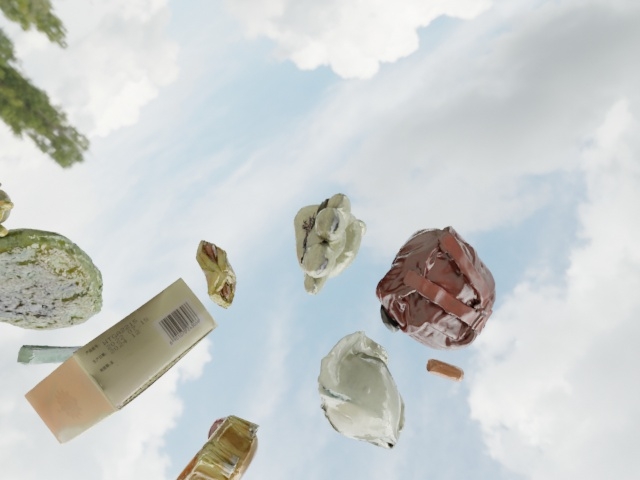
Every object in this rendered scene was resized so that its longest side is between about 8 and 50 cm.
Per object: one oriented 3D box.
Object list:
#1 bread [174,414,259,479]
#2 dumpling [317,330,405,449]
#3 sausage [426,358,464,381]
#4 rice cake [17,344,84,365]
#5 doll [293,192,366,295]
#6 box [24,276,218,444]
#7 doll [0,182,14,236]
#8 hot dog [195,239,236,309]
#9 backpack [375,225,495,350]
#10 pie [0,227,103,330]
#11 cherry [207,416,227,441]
[{"bbox_3d":[-0.220,0.477,1.439,0.241,0.107,0.136,-53,179,37],"label":"bread"},{"bbox_3d":[0.058,0.199,0.923,0.108,0.188,0.127,-22,-149,34],"label":"dumpling"},{"bbox_3d":[0.261,0.271,1.433,0.034,0.083,0.034,-161,-90,-78],"label":"sausage"},{"bbox_3d":[-0.469,0.206,1.244,0.033,0.207,0.033,13,-93,19],"label":"rice cake"},{"bbox_3d":[0.001,-0.005,1.286,0.175,0.149,0.278,-42,177,0],"label":"doll"},{"bbox_3d":[-0.272,0.164,0.946,0.168,0.095,0.212,-32,-175,39],"label":"box"},{"bbox_3d":[-0.576,-0.058,1.192,0.179,0.089,0.102,26,-77,39],"label":"doll"},{"bbox_3d":[-0.227,0.074,1.535,0.061,0.169,0.078,-17,-172,43],"label":"hot dog"},{"bbox_3d":[0.220,0.092,1.233,0.229,0.229,0.139,-56,-162,-22],"label":"backpack"},{"bbox_3d":[-0.584,0.085,1.340,0.323,0.323,0.070,-25,-129,19],"label":"pie"},{"bbox_3d":[-0.225,0.489,1.706,0.090,0.107,0.225,-54,173,-9],"label":"cherry"}]
